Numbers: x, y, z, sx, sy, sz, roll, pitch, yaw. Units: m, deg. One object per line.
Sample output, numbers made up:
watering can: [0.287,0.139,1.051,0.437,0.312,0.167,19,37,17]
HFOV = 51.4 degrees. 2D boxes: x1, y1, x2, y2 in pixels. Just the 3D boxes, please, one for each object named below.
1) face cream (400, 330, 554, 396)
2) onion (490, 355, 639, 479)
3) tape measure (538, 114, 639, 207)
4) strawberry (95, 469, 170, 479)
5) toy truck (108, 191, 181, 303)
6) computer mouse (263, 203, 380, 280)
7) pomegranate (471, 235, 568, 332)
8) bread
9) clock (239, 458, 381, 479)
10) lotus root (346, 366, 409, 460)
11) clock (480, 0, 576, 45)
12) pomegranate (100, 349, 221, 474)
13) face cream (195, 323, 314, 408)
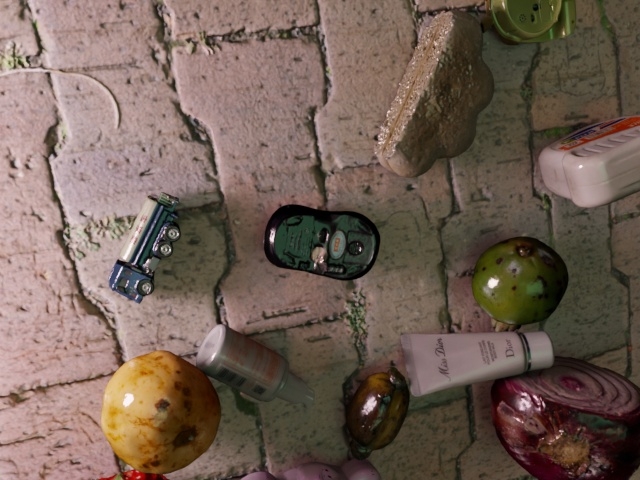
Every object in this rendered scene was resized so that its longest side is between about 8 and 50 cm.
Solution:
face cream: [0.337,0.251,1.427,0.314,0.143,0.089,-7,148,-2]
onion: [0.540,0.413,1.475,0.336,0.282,0.260,8,112,9]
tape measure: [0.615,-0.169,1.390,0.258,0.265,0.130,-24,106,-2]
strawberry: [-0.356,0.571,1.230,0.257,0.257,0.277,-15,125,-16]
toy truck: [-0.313,0.009,1.204,0.088,0.074,0.202,26,91,-17]
computer mouse: [0.000,0.000,1.301,0.233,0.096,0.137,11,92,-17]
pomegranate: [0.424,0.106,1.436,0.202,0.202,0.248,-15,136,-16]
bread: [0.245,-0.274,1.325,0.183,0.102,0.337,22,94,-22]
clock: [-0.021,0.611,1.409,0.322,0.113,0.296,-8,103,-19]
lotus root: [0.118,0.366,1.409,0.120,0.120,0.210,25,93,-22]
clock: [0.408,-0.483,1.354,0.231,0.069,0.170,-15,105,-17]
pomegranate: [-0.290,0.305,1.210,0.215,0.215,0.216,-4,102,-18]
face cream: [-0.115,0.262,1.311,0.251,0.101,0.101,32,89,-23]
